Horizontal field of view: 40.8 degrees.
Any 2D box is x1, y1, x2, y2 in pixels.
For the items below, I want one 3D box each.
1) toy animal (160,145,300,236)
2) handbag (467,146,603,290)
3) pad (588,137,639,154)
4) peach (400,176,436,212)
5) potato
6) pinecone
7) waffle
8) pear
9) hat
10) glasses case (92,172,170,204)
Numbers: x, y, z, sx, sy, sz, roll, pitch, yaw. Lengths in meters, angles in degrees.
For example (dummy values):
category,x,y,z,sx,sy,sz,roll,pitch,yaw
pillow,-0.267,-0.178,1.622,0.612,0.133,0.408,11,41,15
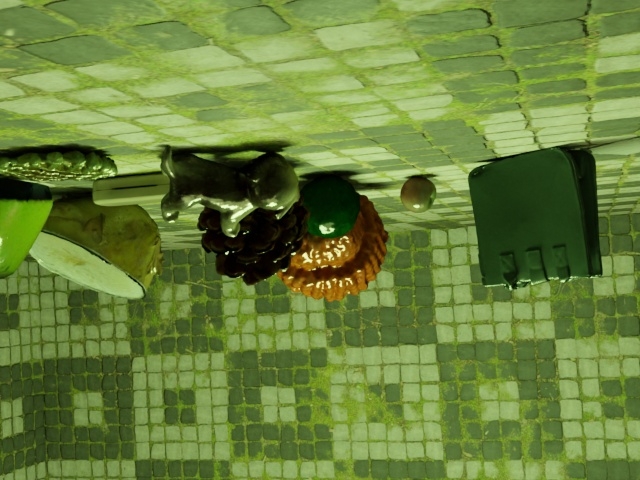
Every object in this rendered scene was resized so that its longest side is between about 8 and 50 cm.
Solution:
category,x,y,z,sx,sy,sz,roll,pitch,yaw
toy animal,-0.156,-0.092,1.420,0.233,0.121,0.168,8,157,-17
handbag,0.413,-0.037,1.653,0.079,0.260,0.247,-7,179,-41
pad,0.608,-0.180,1.583,0.156,0.004,0.232,-1,176,-31
peach,0.214,-0.101,1.892,0.083,0.083,0.083,-3,177,0
potato,-0.484,-0.019,1.861,0.246,0.196,0.299,-10,145,42
pinecone,-0.133,-0.041,1.600,0.221,0.221,0.221,-3,177,0
waffle,-0.417,-0.115,1.350,0.183,0.036,0.169,-3,177,10
pear,-0.658,-0.015,1.451,0.398,0.165,0.399,1,178,0
hat,0.000,0.000,1.913,0.285,0.285,0.400,-4,173,9
glasses case,-0.337,-0.097,1.635,0.196,0.050,0.083,-4,174,12
